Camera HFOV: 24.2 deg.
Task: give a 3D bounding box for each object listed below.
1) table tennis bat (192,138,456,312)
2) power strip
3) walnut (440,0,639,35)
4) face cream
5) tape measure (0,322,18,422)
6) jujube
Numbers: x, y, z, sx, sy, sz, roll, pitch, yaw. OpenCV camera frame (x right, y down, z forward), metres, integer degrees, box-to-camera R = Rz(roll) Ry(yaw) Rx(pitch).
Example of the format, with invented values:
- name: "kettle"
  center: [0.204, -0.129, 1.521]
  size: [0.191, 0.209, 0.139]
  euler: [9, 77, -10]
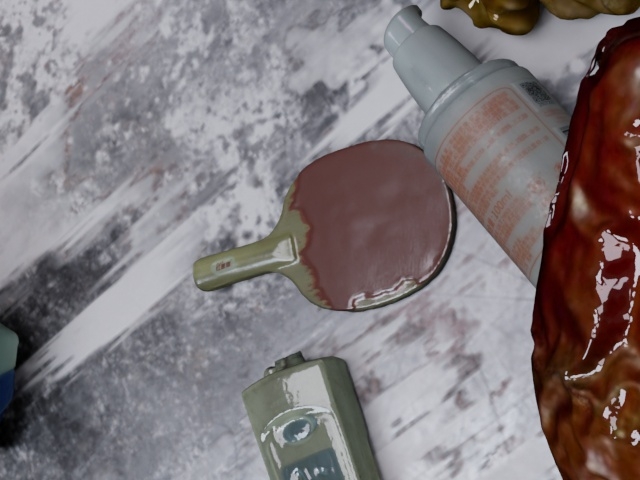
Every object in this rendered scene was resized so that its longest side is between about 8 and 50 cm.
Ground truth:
- name: "table tennis bat"
  center: [0.000, 0.000, 1.186]
  size: [0.234, 0.022, 0.131]
  euler: [-18, 76, 26]
- name: "power strip"
  center: [0.016, 0.221, 1.137]
  size: [0.080, 0.048, 0.285]
  euler: [-26, 73, 26]
- name: "walnut"
  center: [0.136, -0.249, 1.037]
  size: [0.269, 0.222, 0.243]
  euler: [14, 123, 23]
- name: "face cream"
  center: [0.126, -0.075, 1.072]
  size: [0.101, 0.101, 0.251]
  euler: [-47, 64, 18]
- name: "tape measure"
  center: [-0.412, 0.103, 1.258]
  size: [0.259, 0.262, 0.138]
  euler: [9, 91, 11]
- name: "jujube"
  center: [0.242, 0.026, 0.908]
  size: [0.216, 0.216, 0.342]
  euler: [2, 100, 31]
